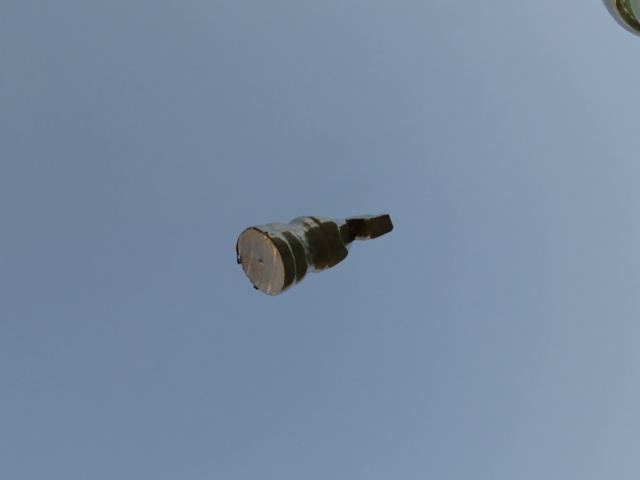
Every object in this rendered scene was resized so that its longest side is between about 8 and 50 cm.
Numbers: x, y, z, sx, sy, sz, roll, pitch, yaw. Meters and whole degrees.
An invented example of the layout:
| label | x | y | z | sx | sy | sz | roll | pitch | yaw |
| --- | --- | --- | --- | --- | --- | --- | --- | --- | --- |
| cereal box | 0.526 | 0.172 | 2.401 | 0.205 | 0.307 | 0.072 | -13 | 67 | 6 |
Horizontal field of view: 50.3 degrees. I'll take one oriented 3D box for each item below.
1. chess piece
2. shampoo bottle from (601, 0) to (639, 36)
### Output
| label | x | y | z | sx | sy | sz | roll | pitch | yaw |
| --- | --- | --- | --- | --- | --- | --- | --- | --- | --- |
| chess piece | 0.000 | 0.000 | 1.277 | 0.301 | 0.137 | 0.137 | -20 | -64 | -40 |
| shampoo bottle | 0.744 | -0.592 | 1.425 | 0.323 | 0.317 | 0.322 | 1 | -50 | 1 |
